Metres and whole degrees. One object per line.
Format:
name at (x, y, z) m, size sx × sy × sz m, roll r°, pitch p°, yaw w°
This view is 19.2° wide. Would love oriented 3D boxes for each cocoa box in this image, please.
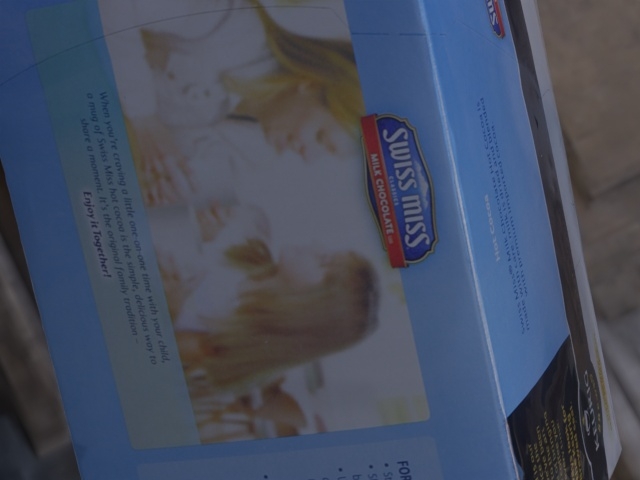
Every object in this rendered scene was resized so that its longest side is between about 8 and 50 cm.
cocoa box at (0.000, 0.000, 0.970) m, size 0.228 × 0.231 × 0.347 m, roll -41°, pitch 121°, yaw -66°
